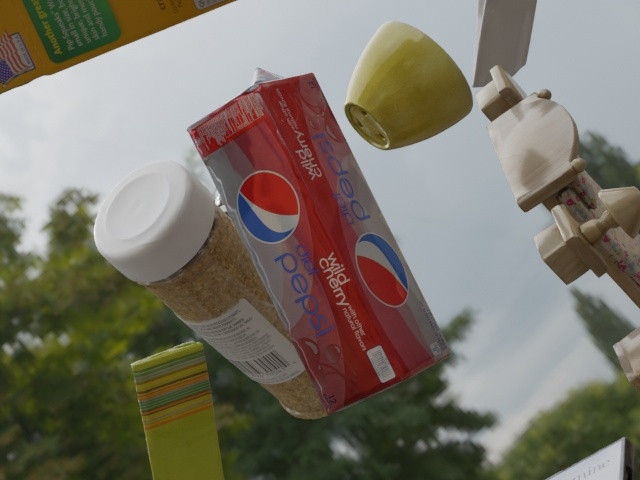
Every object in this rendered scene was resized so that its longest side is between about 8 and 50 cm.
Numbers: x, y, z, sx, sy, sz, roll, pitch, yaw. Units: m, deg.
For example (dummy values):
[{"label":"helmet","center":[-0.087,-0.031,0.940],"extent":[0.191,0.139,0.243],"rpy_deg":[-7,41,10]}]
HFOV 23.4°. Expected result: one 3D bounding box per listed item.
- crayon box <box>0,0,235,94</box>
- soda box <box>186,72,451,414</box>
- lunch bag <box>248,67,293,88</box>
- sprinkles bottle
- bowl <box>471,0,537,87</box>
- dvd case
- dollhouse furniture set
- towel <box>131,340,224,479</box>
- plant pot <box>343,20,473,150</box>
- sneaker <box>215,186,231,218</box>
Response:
[{"label":"crayon box","center":[-0.180,-0.282,1.341],"extent":[0.323,0.203,0.083],"rpy_deg":[-22,28,0]},{"label":"soda box","center":[0.000,0.000,1.254],"extent":[0.083,0.263,0.092],"rpy_deg":[-28,-4,34]},{"label":"lunch bag","center":[-0.051,-0.184,1.985],"extent":[0.071,0.083,0.053],"rpy_deg":[-91,23,-69]},{"label":"sprinkles bottle","center":[-0.088,0.060,1.637],"extent":[0.121,0.121,0.355],"rpy_deg":[-43,-48,1]},{"label":"bowl","center":[0.184,-0.236,1.526],"extent":[0.142,0.053,0.142],"rpy_deg":[92,-175,-47]},{"label":"dvd case","center":[0.271,0.325,1.736],"extent":[0.180,0.022,0.253],"rpy_deg":[-34,10,22]},{"label":"dollhouse furniture set","center":[0.310,-0.002,1.264],"extent":[0.174,0.303,0.355],"rpy_deg":[-37,29,16]},{"label":"towel","center":[-0.178,0.253,1.963],"extent":[0.102,0.237,0.021],"rpy_deg":[-16,14,-34]},{"label":"plant pot","center":[0.081,-0.151,1.643],"extent":[0.095,0.134,0.134],"rpy_deg":[-46,-13,-18]},{"label":"sneaker","center":[-0.109,-0.021,2.351],"extent":[0.447,0.169,0.258],"rpy_deg":[46,-115,-82]}]
